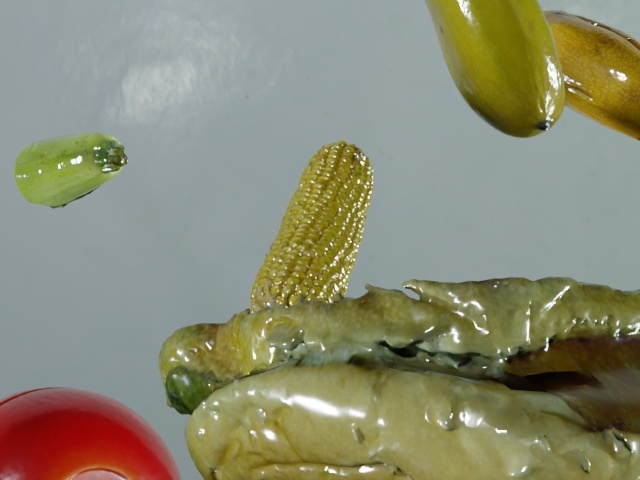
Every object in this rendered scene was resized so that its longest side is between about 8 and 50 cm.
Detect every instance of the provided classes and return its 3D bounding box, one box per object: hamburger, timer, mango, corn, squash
[{"bbox_3d":[0.071,0.097,0.606,0.265,0.285,0.134,3,77,-42],"label":"hamburger"},{"bbox_3d":[-0.371,0.395,1.726,0.378,0.279,0.378,7,79,-36],"label":"timer"},{"bbox_3d":[0.151,-0.205,1.125,0.091,0.137,0.237,-30,106,-9],"label":"mango"},{"bbox_3d":[0.000,0.000,1.363,0.106,0.293,0.106,12,137,11],"label":"corn"},{"bbox_3d":[-0.285,-0.094,1.500,0.075,0.200,0.090,26,66,-43],"label":"squash"},{"bbox_3d":[0.371,-0.216,1.600,0.177,0.295,0.120,8,110,-50],"label":"mango"}]
